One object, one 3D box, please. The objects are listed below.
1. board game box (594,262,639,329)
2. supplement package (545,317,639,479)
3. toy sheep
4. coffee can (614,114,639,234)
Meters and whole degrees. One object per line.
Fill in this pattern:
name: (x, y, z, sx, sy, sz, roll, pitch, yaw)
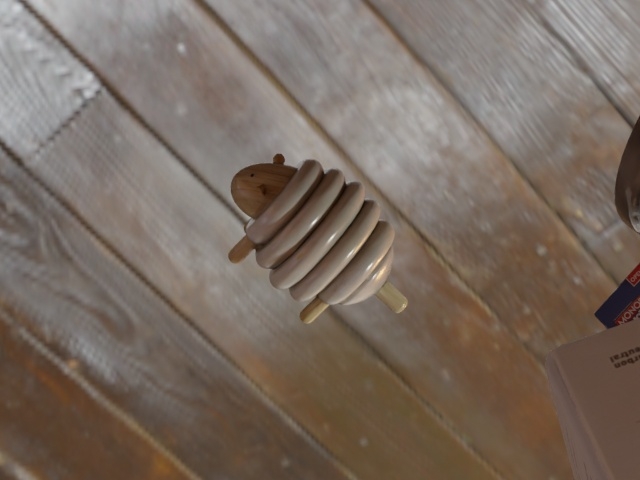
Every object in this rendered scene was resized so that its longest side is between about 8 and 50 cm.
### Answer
board game box: (0.346, 0.030, 1.489, 0.194, 0.060, 0.194, -48, 149, 10)
supplement package: (0.187, 0.146, 0.396, 0.175, 0.293, 0.177, -19, 126, 1)
toy sheep: (0.000, 0.000, 1.086, 0.132, 0.091, 0.091, 38, 105, -10)
coffee can: (0.317, -0.003, 0.898, 0.201, 0.275, 0.201, -35, 151, -23)
